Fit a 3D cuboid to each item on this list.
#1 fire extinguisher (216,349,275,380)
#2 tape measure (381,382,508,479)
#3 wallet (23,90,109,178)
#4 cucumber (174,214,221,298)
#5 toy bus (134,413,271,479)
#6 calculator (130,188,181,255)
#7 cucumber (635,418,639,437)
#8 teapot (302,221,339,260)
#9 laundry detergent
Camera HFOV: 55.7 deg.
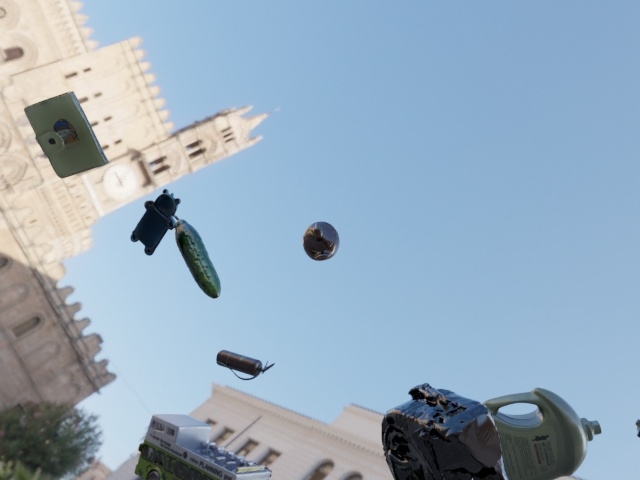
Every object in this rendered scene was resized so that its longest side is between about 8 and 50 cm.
[{"bbox_3d":[-0.200,0.320,1.539,0.157,0.078,0.045,9,-51,32],"label":"fire extinguisher"},{"bbox_3d":[0.155,0.290,0.780,0.186,0.112,0.199,-4,-79,69],"label":"tape measure"},{"bbox_3d":[-0.504,-0.208,1.201,0.039,0.110,0.155,-105,177,-64],"label":"wallet"},{"bbox_3d":[-0.261,0.033,1.272,0.250,0.056,0.056,58,-29,33],"label":"cucumber"},{"bbox_3d":[-0.229,0.440,1.169,0.302,0.113,0.139,6,-98,41],"label":"toy bus"},{"bbox_3d":[-0.342,-0.041,1.260,0.094,0.019,0.141,39,-77,20],"label":"calculator"},{"bbox_3d":[0.702,0.418,1.231,0.135,0.033,0.034,34,-80,24],"label":"cucumber"},{"bbox_3d":[0.000,0.000,1.582,0.078,0.098,0.129,75,8,-52],"label":"teapot"},{"bbox_3d":[0.394,0.372,1.138,0.091,0.253,0.181,2,74,-83],"label":"laundry detergent"}]
